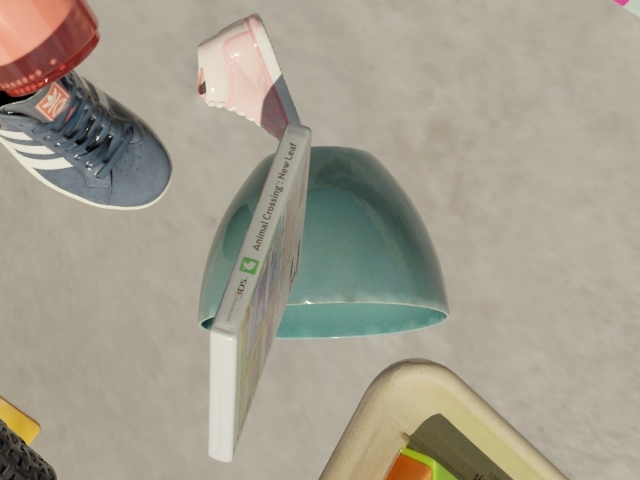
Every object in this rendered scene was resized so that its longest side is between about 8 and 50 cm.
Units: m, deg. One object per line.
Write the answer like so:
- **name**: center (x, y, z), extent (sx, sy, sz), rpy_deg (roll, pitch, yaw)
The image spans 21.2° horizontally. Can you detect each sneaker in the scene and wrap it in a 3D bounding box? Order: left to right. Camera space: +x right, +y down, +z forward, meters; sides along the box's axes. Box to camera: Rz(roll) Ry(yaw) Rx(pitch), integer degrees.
- **sneaker**: center (-0.298, -0.144, 1.892), extent (0.350, 0.148, 0.131), rpy_deg (33, 78, -24)
- **sneaker**: center (-0.060, -0.118, 1.376), extent (0.070, 0.051, 0.134), rpy_deg (-23, 133, -1)

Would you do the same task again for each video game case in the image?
- **video game case**: center (-0.049, 0.044, 1.324), extent (0.023, 0.212, 0.193), rpy_deg (16, 59, 5)

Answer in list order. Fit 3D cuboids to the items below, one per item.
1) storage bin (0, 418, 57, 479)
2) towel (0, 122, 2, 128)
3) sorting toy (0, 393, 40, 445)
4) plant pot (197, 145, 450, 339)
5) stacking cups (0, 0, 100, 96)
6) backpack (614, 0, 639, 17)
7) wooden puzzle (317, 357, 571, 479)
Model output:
- **storage bin**: center (-0.212, 0.136, 0.711), extent (0.180, 0.122, 0.084), rpy_deg (-56, 130, -22)
- **towel**: center (-0.279, -0.036, 1.093), extent (0.144, 0.197, 0.029), rpy_deg (21, 132, -23)
- **sorting toy**: center (-0.316, 0.047, 0.983), extent (0.347, 0.047, 0.196), rpy_deg (26, 94, -20)
- **plant pot**: center (0.000, 0.000, 1.977), extent (0.290, 0.290, 0.195), rpy_deg (0, 79, -10)
- **stacking cups**: center (-0.215, -0.205, 0.796), extent (0.096, 0.096, 0.316), rpy_deg (-32, 114, -5)
- **backpack**: center (0.271, -0.240, 1.172), extent (0.225, 0.253, 0.191), rpy_deg (-9, 127, -23)
- **wooden puzzle**: center (0.040, 0.198, 0.800), extent (0.239, 0.044, 0.221), rpy_deg (-57, 138, -10)
